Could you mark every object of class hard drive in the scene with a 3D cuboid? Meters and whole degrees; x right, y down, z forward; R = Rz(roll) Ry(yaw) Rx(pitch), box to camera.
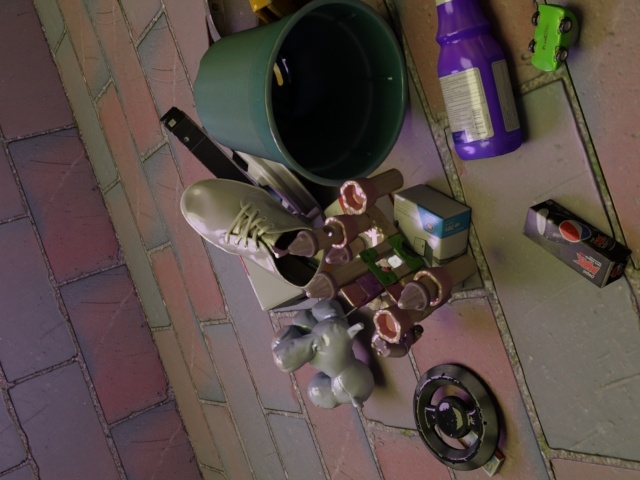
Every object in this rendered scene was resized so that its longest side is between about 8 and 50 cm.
[{"bbox_3d":[-0.258,-0.195,1.928,0.339,0.064,0.237,46,178,-24],"label":"hard drive"}]

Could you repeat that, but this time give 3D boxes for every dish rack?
[{"bbox_3d":[-0.157,-0.193,1.847,0.333,0.072,0.285,44,179,32],"label":"dish rack"}]

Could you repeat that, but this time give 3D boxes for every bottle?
[{"bbox_3d":[0.254,-0.279,1.260,0.118,0.092,0.283,-1,106,58],"label":"bottle"}]

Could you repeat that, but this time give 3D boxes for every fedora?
[{"bbox_3d":[-0.200,-0.585,1.741,0.244,0.124,0.276,-87,-9,-66],"label":"fedora"}]

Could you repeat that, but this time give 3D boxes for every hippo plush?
[{"bbox_3d":[0.043,0.292,1.905,0.294,0.234,0.237,-23,109,20],"label":"hippo plush"}]

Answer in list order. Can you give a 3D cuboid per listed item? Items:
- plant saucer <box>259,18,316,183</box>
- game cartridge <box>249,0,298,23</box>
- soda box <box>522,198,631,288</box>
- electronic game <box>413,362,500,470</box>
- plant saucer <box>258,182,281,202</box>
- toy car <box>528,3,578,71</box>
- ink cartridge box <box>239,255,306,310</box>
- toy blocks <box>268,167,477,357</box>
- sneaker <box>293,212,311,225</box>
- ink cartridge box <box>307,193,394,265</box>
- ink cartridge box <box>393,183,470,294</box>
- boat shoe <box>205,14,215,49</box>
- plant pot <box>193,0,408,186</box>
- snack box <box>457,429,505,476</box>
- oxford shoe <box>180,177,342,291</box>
[{"bbox_3d":[-0.116,-0.340,1.849,0.333,0.081,0.333,42,141,39],"label":"plant saucer"},{"bbox_3d":[-0.138,-0.600,1.582,0.324,0.052,0.285,67,-167,3],"label":"game cartridge"},{"bbox_3d":[0.409,0.002,1.216,0.169,0.053,0.060,42,140,39],"label":"soda box"},{"bbox_3d":[0.288,0.378,1.616,0.229,0.048,0.229,8,100,48],"label":"electronic game"},{"bbox_3d":[-0.132,-0.151,2.046,0.119,0.021,0.119,36,136,44],"label":"plant saucer"},{"bbox_3d":[0.350,-0.360,1.094,0.239,0.053,0.225,36,137,45],"label":"toy car"},{"bbox_3d":[-0.093,0.059,1.876,0.197,0.114,0.273,66,-169,7],"label":"ink cartridge box"},{"bbox_3d":[0.076,0.078,1.428,0.289,0.260,0.309,52,142,17],"label":"toy blocks"},{"bbox_3d":[0.000,0.000,1.844,0.083,0.071,0.191,-13,128,46],"label":"sneaker"},{"bbox_3d":[0.084,-0.008,1.698,0.172,0.100,0.237,65,149,8],"label":"ink cartridge box"},{"bbox_3d":[0.217,0.003,1.506,0.139,0.082,0.191,33,133,44],"label":"ink cartridge box"},{"bbox_3d":[-0.263,-0.444,1.981,0.123,0.123,0.342,47,143,34],"label":"boat shoe"},{"bbox_3d":[-0.063,-0.291,1.497,0.334,0.341,0.341,12,118,50],"label":"plant pot"},{"bbox_3d":[0.326,0.427,1.643,0.178,0.022,0.064,47,141,34],"label":"snack box"},{"bbox_3d":[-0.137,-0.021,1.681,0.449,0.130,0.169,30,94,21],"label":"oxford shoe"}]
